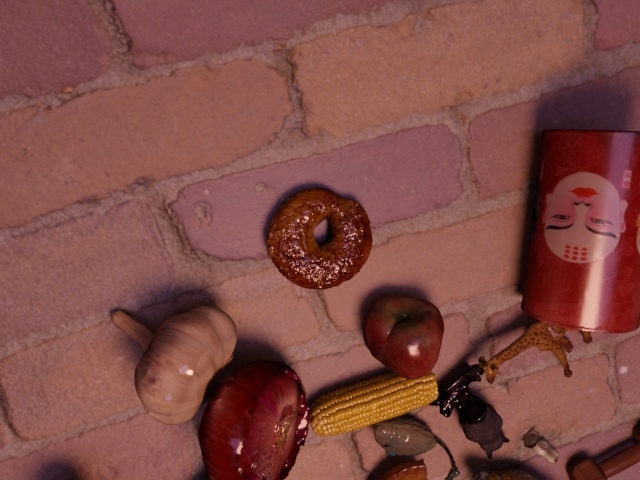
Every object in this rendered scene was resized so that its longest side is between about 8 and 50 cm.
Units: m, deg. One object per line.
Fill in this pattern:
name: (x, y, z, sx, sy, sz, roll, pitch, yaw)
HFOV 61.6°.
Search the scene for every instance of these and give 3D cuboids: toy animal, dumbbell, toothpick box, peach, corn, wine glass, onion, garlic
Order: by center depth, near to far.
garlic: (-0.259, 0.172, 0.884, 0.226, 0.199, 0.199, 31, 94, 11)
onion: (-0.115, 0.319, 0.909, 0.161, 0.248, 0.248, -11, 104, 17)
toothpick box: (0.481, -0.025, 0.958, 0.204, 0.204, 0.333, 1, 100, -11)
peach: (0.152, 0.183, 0.973, 0.152, 0.152, 0.152, -2, 102, -11)
corn: (0.098, 0.302, 1.011, 0.248, 0.081, 0.081, -16, 104, -7)
toy animal: (0.425, 0.200, 1.042, 0.275, 0.054, 0.149, 1, 106, -28)
toy animal: (0.320, 0.348, 1.047, 0.121, 0.117, 0.210, -43, 104, -7)
toy animal: (0.200, 0.406, 1.068, 0.253, 0.070, 0.079, 34, 129, -27)
wine glass: (0.469, 0.437, 1.132, 0.083, 0.039, 0.042, 38, 84, -18)
dumbbell: (0.648, 0.471, 1.151, 0.231, 0.092, 0.082, -26, 135, -5)

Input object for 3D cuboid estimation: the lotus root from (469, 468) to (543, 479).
lotus root: (0.419, 0.554, 1.101, 0.322, 0.140, 0.158, 43, 115, -10)

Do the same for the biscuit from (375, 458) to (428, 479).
biscuit: (0.174, 0.525, 1.074, 0.176, 0.031, 0.228, 22, 111, -13)

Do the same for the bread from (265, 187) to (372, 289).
bread: (0.000, 0.000, 0.942, 0.193, 0.064, 0.193, -2, 98, -11)
